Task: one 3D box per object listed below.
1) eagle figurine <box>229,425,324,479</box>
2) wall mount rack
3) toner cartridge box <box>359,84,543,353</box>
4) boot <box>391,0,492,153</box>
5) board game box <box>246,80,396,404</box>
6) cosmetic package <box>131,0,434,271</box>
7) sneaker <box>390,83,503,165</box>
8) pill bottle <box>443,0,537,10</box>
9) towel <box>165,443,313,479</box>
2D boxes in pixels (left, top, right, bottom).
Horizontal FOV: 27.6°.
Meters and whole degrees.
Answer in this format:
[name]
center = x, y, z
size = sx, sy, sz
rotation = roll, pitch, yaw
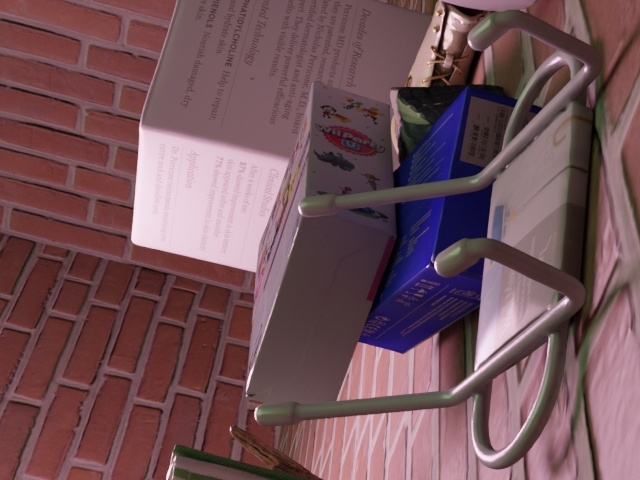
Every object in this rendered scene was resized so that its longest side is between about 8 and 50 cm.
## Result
[eagle figurine]
center = -0.051, 0.384, 1.347
size = 0.298, 0.226, 0.225
rotation = -60, -35, -6
[wall mount rack]
center = 0.083, 0.005, 0.952
size = 0.304, 0.130, 0.350
rotation = -49, 24, 51
[toner cartridge box]
center = 0.105, -0.005, 1.233
size = 0.348, 0.075, 0.165
rotation = 130, 156, -72
[boot]
center = 0.148, -0.204, 1.564
size = 0.165, 0.077, 0.213
rotation = 111, 176, -48
[board game box]
center = 0.000, 0.000, 1.350
size = 0.303, 0.098, 0.224
rotation = -90, 17, -60
[cosmetic package]
center = -0.051, -0.160, 1.947
size = 0.329, 0.394, 0.327
rotation = 110, 173, -58
[sneaker]
center = 0.134, -0.103, 1.378
size = 0.283, 0.110, 0.122
rotation = -80, -13, -83
[pill bottle]
center = 0.165, -0.371, 1.208
size = 0.161, 0.161, 0.283
rotation = 130, 154, -83
[towel]
center = -0.062, 0.358, 1.239
size = 0.038, 0.248, 0.324
rotation = -85, 11, -66
